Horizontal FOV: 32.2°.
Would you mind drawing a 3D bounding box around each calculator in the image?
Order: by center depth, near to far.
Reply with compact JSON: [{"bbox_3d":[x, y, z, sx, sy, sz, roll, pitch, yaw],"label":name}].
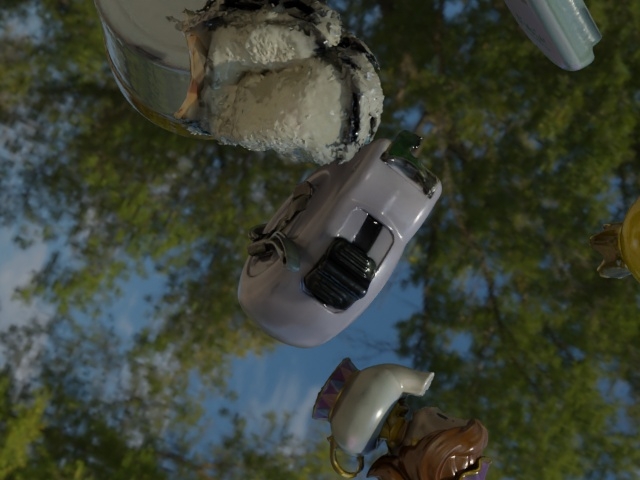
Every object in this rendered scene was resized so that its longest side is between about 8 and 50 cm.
[{"bbox_3d":[0.171,-0.253,0.972,0.045,0.246,0.141,-35,-145,7],"label":"calculator"}]

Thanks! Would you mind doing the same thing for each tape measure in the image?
[{"bbox_3d":[0.000,0.002,0.966,0.196,0.105,0.178,-23,-146,60],"label":"tape measure"}]

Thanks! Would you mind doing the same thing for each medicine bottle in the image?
[{"bbox_3d":[-0.120,-0.252,1.191,0.232,0.237,0.238,119,-8,-78],"label":"medicine bottle"}]

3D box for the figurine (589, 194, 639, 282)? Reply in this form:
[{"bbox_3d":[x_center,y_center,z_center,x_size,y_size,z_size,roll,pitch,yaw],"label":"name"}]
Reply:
[{"bbox_3d":[0.371,-0.028,0.990,0.234,0.127,0.185,-22,-154,54],"label":"figurine"}]

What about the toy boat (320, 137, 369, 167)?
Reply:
[{"bbox_3d":[0.024,-0.034,1.130,0.059,0.069,0.173,-99,-158,-63],"label":"toy boat"}]

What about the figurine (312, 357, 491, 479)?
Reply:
[{"bbox_3d":[0.122,0.273,1.535,0.190,0.263,0.142,-61,164,4],"label":"figurine"}]

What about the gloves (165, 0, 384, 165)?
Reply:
[{"bbox_3d":[-0.026,-0.110,0.726,0.153,0.070,0.114,14,-69,37],"label":"gloves"}]
